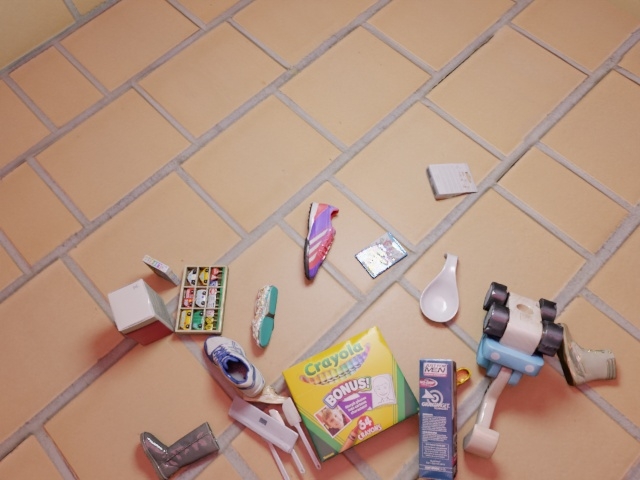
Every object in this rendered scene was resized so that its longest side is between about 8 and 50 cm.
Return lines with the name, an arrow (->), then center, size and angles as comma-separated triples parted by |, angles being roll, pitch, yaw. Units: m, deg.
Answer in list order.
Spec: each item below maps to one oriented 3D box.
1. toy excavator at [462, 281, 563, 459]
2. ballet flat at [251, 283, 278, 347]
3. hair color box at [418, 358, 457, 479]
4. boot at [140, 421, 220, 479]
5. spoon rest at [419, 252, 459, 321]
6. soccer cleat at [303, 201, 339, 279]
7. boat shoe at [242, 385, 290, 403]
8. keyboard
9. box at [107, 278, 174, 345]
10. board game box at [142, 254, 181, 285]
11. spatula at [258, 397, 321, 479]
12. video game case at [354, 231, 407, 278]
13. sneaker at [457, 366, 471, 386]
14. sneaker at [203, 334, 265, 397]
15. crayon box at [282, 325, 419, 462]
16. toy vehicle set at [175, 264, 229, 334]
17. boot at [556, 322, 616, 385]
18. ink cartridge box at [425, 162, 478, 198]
toy excavator -> 0.599, 0.427, 1.659 | 0.223, 0.444, 0.433 | 18, 27, 11
ballet flat -> -0.209, 0.275, 1.836 | 0.077, 0.091, 0.240 | -8, 58, 33
hair color box -> 0.373, 0.552, 1.588 | 0.105, 0.174, 0.346 | -2, 75, 19
boot -> -0.465, 0.667, 1.670 | 0.209, 0.076, 0.189 | -34, 83, -4
spoon rest -> 0.449, 0.164, 1.839 | 0.137, 0.084, 0.276 | 16, 68, 10
soccer cleat -> 0.000, 0.000, 1.923 | 0.117, 0.108, 0.318 | 6, 65, 1
boat shoe -> -0.182, 0.526, 1.723 | 0.170, 0.063, 0.059 | 3, 73, 5
keyboard -> -0.194, 0.609, 1.675 | 0.256, 0.014, 0.072 | 25, 90, 19
box -> -0.625, 0.257, 1.769 | 0.127, 0.232, 0.148 | -24, 67, -8
board game box -> -0.587, 0.113, 1.872 | 0.104, 0.154, 0.026 | 25, 70, 13
spatula -> -0.109, 0.663, 1.657 | 0.168, 0.019, 0.242 | -33, 74, 11
video game case -> 0.232, 0.054, 1.934 | 0.166, 0.015, 0.119 | -34, 69, -12
sneaker -> 0.434, 0.485, 1.709 | 0.175, 0.067, 0.064 | -37, 72, -11
sneaker -> -0.307, 0.405, 1.724 | 0.297, 0.131, 0.112 | 32, 72, 32
crayon box -> 0.100, 0.509, 1.692 | 0.363, 0.106, 0.313 | -25, 68, -8
toy vehicle set -> -0.437, 0.217, 1.874 | 0.166, 0.035, 0.266 | -1, 62, 3
boot -> 0.905, 0.380, 1.727 | 0.165, 0.077, 0.213 | -8, 71, 0
ink cartridge box -> 0.531, -0.244, 2.046 | 0.180, 0.045, 0.145 | -4, 64, -19
